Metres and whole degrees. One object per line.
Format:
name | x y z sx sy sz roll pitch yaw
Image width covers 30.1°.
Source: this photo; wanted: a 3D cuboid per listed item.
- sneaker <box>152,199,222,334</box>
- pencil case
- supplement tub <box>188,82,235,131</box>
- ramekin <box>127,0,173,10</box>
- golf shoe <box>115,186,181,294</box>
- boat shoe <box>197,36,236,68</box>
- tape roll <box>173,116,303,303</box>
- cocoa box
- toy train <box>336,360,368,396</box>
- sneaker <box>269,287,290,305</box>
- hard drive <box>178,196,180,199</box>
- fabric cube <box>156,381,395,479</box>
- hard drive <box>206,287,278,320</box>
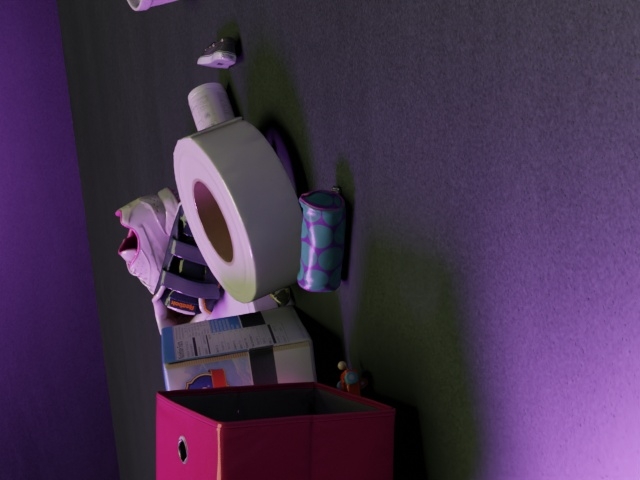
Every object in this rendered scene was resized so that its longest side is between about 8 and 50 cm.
sneaker | -0.230 0.053 2.178 0.127 0.126 0.321 -71 -4 -52
pencil case | 0.000 0.000 1.683 0.070 0.064 0.151 36 136 39
supplement tub | -0.183 -0.211 2.057 0.071 0.071 0.107 115 140 -59
ramekin | -0.295 -0.522 2.136 0.207 0.109 0.207 169 90 -70
golf shoe | -0.325 0.047 2.331 0.115 0.140 0.306 -142 43 -58
boat shoe | -0.171 -0.316 2.013 0.142 0.049 0.040 -173 91 -68
tape roll | -0.129 -0.047 1.887 0.286 0.100 0.286 52 155 36
cocoa box | -0.117 0.307 1.876 0.231 0.228 0.347 -132 34 -77
toy train | 0.044 0.253 1.740 0.166 0.046 0.125 116 148 -62
sneaker | -0.068 0.088 1.980 0.083 0.031 0.035 -124 16 -55
hard drive | -0.257 -0.008 2.397 0.255 0.054 0.172 -171 71 -68
fabric cube | -0.068 0.339 1.598 0.254 0.259 0.258 7 96 64
hard drive | -0.134 0.190 2.184 0.353 0.047 0.233 131 125 -66
